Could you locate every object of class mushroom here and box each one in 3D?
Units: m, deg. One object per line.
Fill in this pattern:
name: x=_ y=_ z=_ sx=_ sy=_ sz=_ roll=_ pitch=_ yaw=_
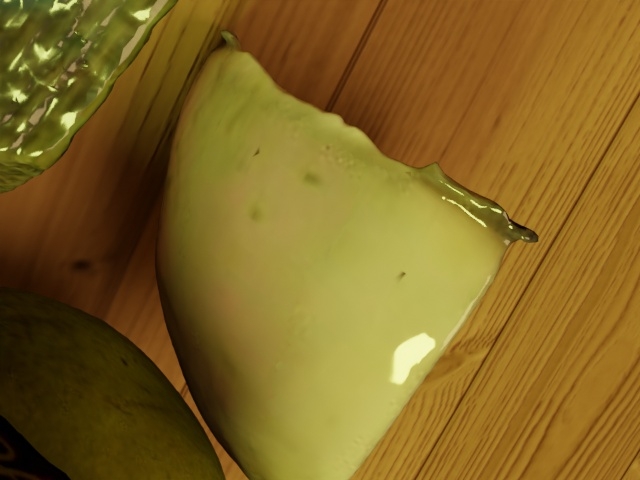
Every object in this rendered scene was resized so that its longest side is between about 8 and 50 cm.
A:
mushroom: x=-0.023 y=0.016 z=0.906 sx=0.173 sy=0.162 sz=0.236 roll=-54 pitch=180 yaw=3

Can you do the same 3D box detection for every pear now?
pear: x=-0.143 y=0.130 z=0.859 sx=0.212 sy=0.212 sz=0.269 roll=-43 pitch=131 yaw=-4

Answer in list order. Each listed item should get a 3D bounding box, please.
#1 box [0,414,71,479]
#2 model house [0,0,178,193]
box: x=-0.279 y=0.192 z=0.702 sx=0.415 sy=0.264 sz=0.116 roll=-45 pitch=-171 yaw=10
model house: x=-0.155 y=-0.109 z=0.625 sx=0.195 sy=0.189 sz=0.214 roll=-51 pitch=146 yaw=4
